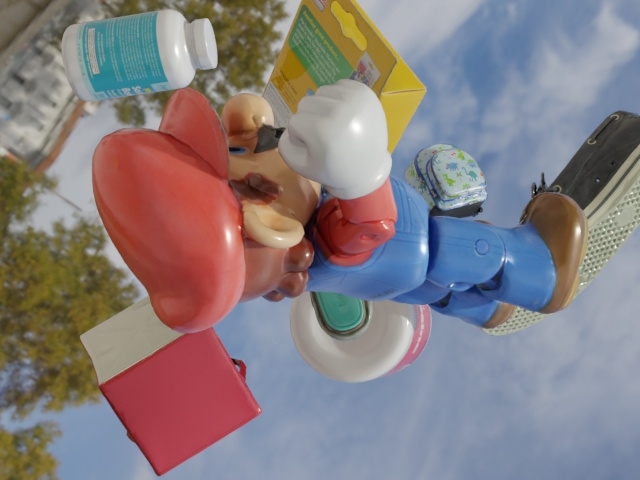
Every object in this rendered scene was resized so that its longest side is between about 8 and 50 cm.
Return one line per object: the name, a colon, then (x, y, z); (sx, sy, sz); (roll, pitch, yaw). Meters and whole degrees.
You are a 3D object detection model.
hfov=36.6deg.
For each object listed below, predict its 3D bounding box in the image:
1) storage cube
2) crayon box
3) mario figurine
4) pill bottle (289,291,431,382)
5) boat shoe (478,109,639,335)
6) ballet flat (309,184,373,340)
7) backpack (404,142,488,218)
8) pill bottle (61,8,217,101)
storage cube: (-0.235, 0.207, 1.514); (0.215, 0.193, 0.184); (-31, -152, -10)
crayon box: (0.019, -0.185, 1.312); (0.203, 0.083, 0.323); (57, -39, 28)
mario figurine: (0.014, -0.033, 0.622); (0.198, 0.321, 0.170); (-60, -145, 32)
pill bottle: (0.097, 0.158, 1.918); (0.229, 0.229, 0.408); (-50, 167, 5)
boat shoe: (0.439, -0.035, 1.720); (0.500, 0.187, 0.156); (-47, -129, -1)
ballet flat: (0.000, 0.000, 0.980); (0.072, 0.213, 0.068); (-16, 171, 2)
backpack: (0.192, -0.094, 1.476); (0.114, 0.105, 0.084); (62, -30, 24)
pill bottle: (-0.329, -0.345, 1.790); (0.264, 0.146, 0.146); (-7, -139, 7)
